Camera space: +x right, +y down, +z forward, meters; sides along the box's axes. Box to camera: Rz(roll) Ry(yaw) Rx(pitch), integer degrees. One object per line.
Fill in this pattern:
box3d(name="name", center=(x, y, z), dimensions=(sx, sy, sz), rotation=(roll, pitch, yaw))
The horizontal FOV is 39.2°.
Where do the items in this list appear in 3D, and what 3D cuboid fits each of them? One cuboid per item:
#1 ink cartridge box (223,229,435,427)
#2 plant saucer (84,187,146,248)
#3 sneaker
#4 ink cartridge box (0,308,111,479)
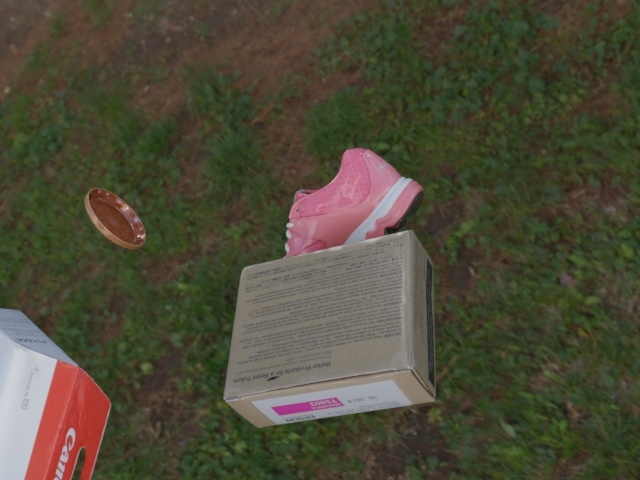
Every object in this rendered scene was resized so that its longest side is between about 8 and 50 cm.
box3d(name="ink cartridge box", center=(0.015, 0.107, 1.066), dimensions=(0.235, 0.088, 0.193), rotation=(-12, 51, 22))
box3d(name="plant saucer", center=(-0.230, -0.023, 1.003), dimensions=(0.013, 0.083, 0.083), rotation=(-41, 48, 17))
box3d(name="sneaker", center=(0.000, 0.000, 1.240), dimensions=(0.136, 0.116, 0.314), rotation=(46, 112, 7))
box3d(name="ink cartridge box", center=(-0.478, 0.310, 1.396), dimensions=(0.385, 0.091, 0.308), rotation=(26, 100, 49))
